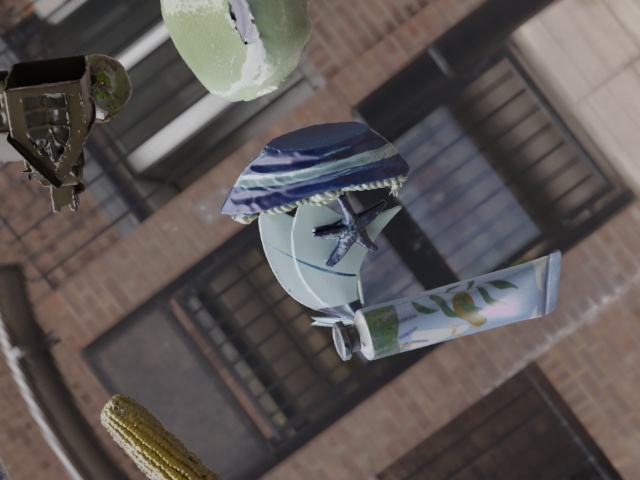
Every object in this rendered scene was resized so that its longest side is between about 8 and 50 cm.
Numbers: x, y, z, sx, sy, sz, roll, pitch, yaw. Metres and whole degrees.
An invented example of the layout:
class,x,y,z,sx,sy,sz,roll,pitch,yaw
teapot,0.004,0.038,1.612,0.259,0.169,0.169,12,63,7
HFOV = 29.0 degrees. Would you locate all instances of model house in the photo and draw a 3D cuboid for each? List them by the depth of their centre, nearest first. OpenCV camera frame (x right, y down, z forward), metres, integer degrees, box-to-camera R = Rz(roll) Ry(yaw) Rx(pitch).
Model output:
class,x,y,z,sx,sy,sz,roll,pitch,yaw
model house,-0.466,-0.162,2.068,0.211,0.204,0.243,-109,13,-67

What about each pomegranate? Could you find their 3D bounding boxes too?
class,x,y,z,sx,sy,sz,roll,pitch,yaw
pomegranate,-0.455,-0.303,2.455,0.163,0.138,0.125,17,171,31

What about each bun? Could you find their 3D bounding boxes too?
class,x,y,z,sx,sy,sz,roll,pitch,yaw
bun,-0.109,-0.363,1.882,0.293,0.187,0.293,37,139,41

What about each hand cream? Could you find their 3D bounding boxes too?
class,x,y,z,sx,sy,sz,roll,pitch,yaw
hand cream,0.138,0.072,1.310,0.055,0.256,0.088,-123,23,-52

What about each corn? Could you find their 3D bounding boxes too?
class,x,y,z,sx,sy,sz,roll,pitch,yaw
corn,-0.263,0.397,2.189,0.320,0.097,0.097,45,-175,-4

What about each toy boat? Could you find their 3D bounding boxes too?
class,x,y,z,sx,sy,sz,roll,pitch,yaw
toy boat,0.024,-0.019,1.464,0.291,0.210,0.070,54,-172,-34

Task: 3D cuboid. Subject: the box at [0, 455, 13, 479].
class,x,y,z,sx,sy,sz,roll,pitch,yaw
box,-0.652,0.544,2.378,0.265,0.097,0.168,65,-150,-10
